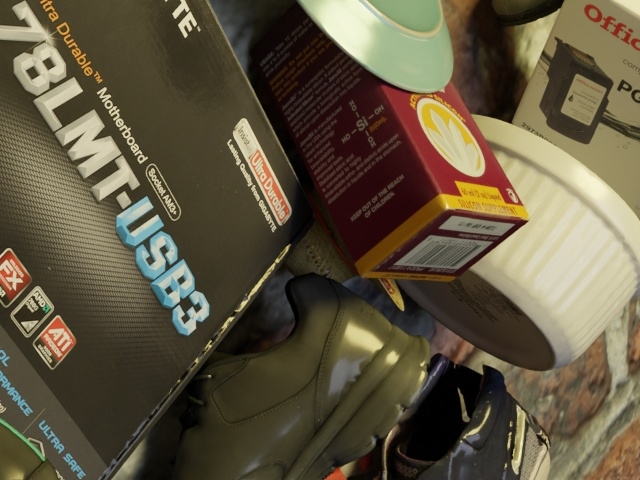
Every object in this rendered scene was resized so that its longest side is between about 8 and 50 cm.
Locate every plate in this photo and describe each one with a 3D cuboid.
[{"bbox_3d":[0.030,-0.180,0.818,0.188,0.024,0.188,32,37,-29],"label":"plate"}]

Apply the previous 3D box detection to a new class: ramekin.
[{"bbox_3d":[0.142,0.010,0.967,0.109,0.207,0.207,-52,136,-16],"label":"ramekin"}]

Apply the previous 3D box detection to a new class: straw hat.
[{"bbox_3d":[0.000,0.000,0.889,0.061,0.144,0.144,-28,134,8],"label":"straw hat"}]

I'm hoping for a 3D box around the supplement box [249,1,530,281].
[{"bbox_3d":[0.045,-0.072,0.831,0.104,0.081,0.188,5,52,-51],"label":"supplement box"}]

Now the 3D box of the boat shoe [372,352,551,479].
[{"bbox_3d":[0.069,0.250,1.003,0.341,0.127,0.158,-61,140,-27],"label":"boat shoe"}]

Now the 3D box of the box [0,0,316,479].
[{"bbox_3d":[-0.152,-0.021,0.695,0.293,0.073,0.296,-51,135,-28],"label":"box"}]

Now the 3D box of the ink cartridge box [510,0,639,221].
[{"bbox_3d":[0.267,-0.119,1.025,0.100,0.172,0.237,-46,164,-31],"label":"ink cartridge box"}]

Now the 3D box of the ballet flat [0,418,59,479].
[{"bbox_3d":[-0.258,0.168,0.583,0.280,0.095,0.096,-31,94,-16],"label":"ballet flat"}]

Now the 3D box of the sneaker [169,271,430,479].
[{"bbox_3d":[-0.057,0.145,0.841,0.130,0.109,0.286,42,80,-5],"label":"sneaker"}]

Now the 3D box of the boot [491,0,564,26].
[{"bbox_3d":[0.185,-0.309,1.045,0.161,0.083,0.246,52,60,-31],"label":"boot"}]

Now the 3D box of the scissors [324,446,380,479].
[{"bbox_3d":[0.025,0.171,1.006,0.297,0.021,0.109,-15,112,-48],"label":"scissors"}]
